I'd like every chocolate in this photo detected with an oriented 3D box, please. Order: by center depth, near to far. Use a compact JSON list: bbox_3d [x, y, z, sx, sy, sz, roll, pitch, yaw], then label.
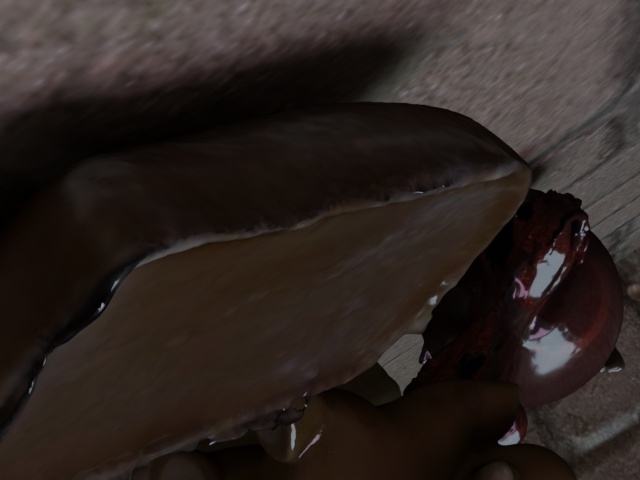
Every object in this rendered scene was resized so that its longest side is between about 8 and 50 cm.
[{"bbox_3d":[-0.037,0.008,0.529,0.261,0.083,0.161,-14,150,-52],"label":"chocolate"}]

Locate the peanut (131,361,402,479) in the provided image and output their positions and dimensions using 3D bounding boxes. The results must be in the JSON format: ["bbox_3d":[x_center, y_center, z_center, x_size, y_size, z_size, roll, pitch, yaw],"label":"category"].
[{"bbox_3d":[-0.090,0.178,0.989,0.340,0.158,0.174,-22,-168,-27],"label":"peanut"}]

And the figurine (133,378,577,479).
[{"bbox_3d":[0.048,0.182,0.855,0.247,0.173,0.177,14,140,-38],"label":"figurine"}]

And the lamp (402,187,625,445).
[{"bbox_3d":[0.129,0.054,1.061,0.223,0.151,0.215,33,74,-55],"label":"lamp"}]
